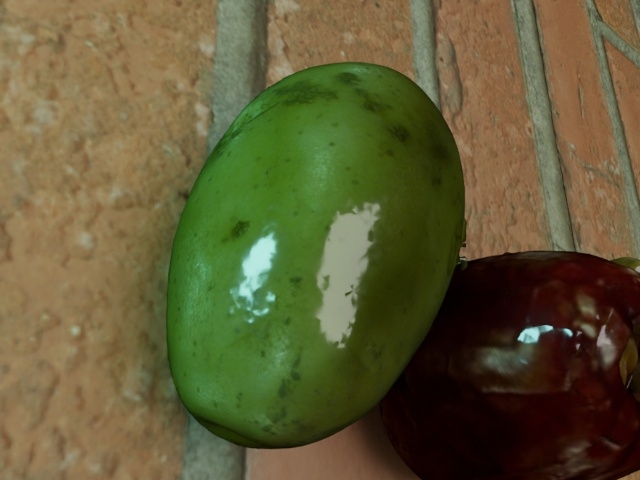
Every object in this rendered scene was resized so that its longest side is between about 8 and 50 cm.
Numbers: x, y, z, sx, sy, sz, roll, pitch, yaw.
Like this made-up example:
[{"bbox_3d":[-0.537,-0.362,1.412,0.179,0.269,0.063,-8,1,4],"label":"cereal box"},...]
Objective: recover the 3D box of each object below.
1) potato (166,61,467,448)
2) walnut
[{"bbox_3d":[-0.003,0.000,0.421,0.216,0.216,0.304,41,60,-20],"label":"potato"},{"bbox_3d":[0.183,0.107,0.491,0.244,0.269,0.222,-34,94,-39],"label":"walnut"}]
